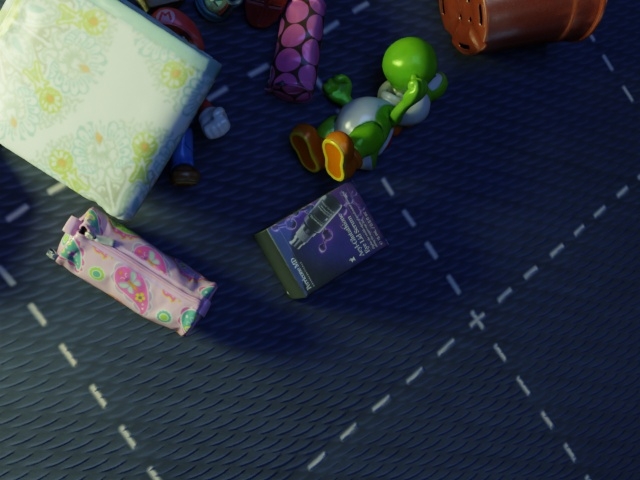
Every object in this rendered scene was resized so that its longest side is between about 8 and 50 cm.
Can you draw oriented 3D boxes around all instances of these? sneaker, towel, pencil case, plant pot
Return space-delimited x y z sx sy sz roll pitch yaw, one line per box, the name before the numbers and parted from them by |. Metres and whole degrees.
sneaker | -0.162 -0.557 1.324 0.104 0.125 0.262 6 93 -34
towel | -0.400 -0.263 1.168 0.374 0.090 0.320 33 100 1
pencil case | -0.327 0.055 1.219 0.284 0.124 0.124 35 74 -13
plant pot | -0.308 -0.490 1.301 0.109 0.109 0.096 -21 103 -20
sneaker | -0.103 -0.548 1.390 0.087 0.128 0.221 13 114 -16
plant pot | 0.417 -0.529 1.478 0.265 0.272 0.272 -19 90 -11
pencil case | -0.049 -0.389 1.384 0.098 0.095 0.209 6 78 16

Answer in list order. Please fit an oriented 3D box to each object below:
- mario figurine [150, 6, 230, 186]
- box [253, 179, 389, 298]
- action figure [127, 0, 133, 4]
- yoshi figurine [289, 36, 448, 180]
mario figurine | -0.282 -0.264 1.240 0.198 0.170 0.321 3 89 -44
box | 0.000 0.000 1.341 0.207 0.108 0.153 -33 95 -20
action figure | -0.483 -0.453 1.260 0.232 0.063 0.137 33 78 -9
yoshi figurine | 0.113 -0.285 1.371 0.362 0.203 0.203 -39 87 -25
